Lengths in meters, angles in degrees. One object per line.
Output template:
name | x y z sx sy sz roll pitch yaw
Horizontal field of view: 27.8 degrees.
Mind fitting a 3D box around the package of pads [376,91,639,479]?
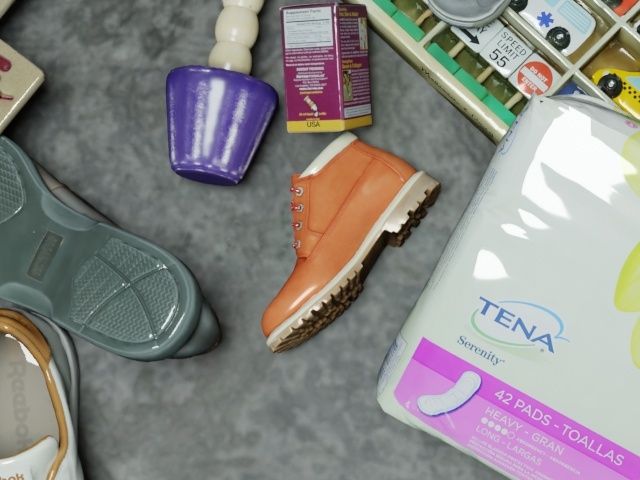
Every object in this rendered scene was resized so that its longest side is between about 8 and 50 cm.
package of pads | 0.211 0.064 0.792 0.297 0.101 0.229 28 99 6

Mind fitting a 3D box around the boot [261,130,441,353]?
boot | 0.000 0.000 0.862 0.085 0.059 0.158 37 76 11

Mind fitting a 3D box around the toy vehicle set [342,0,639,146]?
toy vehicle set | 0.151 -0.151 0.885 0.267 0.035 0.166 44 86 9

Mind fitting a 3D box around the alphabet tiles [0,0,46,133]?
alphabet tiles | -0.360 -0.137 0.890 0.342 0.011 0.285 36 85 19

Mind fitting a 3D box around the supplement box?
supplement box | 0.004 -0.115 0.862 0.043 0.055 0.083 1 98 24

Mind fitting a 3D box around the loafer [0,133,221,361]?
loafer | -0.180 0.006 0.855 0.267 0.084 0.096 31 86 24

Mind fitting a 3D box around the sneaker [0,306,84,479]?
sneaker | -0.192 0.185 0.807 0.106 0.123 0.290 -11 82 -1

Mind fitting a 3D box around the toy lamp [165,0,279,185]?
toy lamp | -0.053 -0.174 0.879 0.080 0.080 0.274 8 80 4

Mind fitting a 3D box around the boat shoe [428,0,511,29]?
boat shoe | 0.135 -0.247 0.840 0.079 0.081 0.227 25 83 7
